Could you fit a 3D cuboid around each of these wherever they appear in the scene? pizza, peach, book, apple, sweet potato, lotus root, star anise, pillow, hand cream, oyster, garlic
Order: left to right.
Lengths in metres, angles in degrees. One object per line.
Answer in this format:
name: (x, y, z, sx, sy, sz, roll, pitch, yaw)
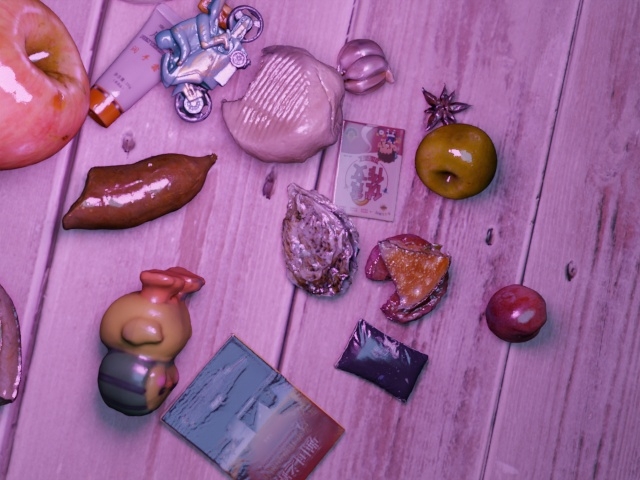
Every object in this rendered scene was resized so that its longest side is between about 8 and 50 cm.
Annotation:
lotus root: (-0.776, 0.215, 1.773, 0.210, 0.142, 0.314, -5, 87, -49)
apple: (-0.681, -0.328, 1.657, 0.346, 0.391, 0.391, -18, 96, 15)
hand cream: (-0.406, -0.388, 1.862, 0.139, 0.089, 0.314, 39, 74, -5)
sweet potato: (-0.398, -0.111, 1.833, 0.369, 0.158, 0.158, -12, 94, -17)
book: (-0.158, 0.438, 1.960, 0.374, 0.028, 0.262, 42, 81, -10)
oyster: (0.000, 0.000, 1.952, 0.198, 0.112, 0.268, 5, 99, 9)
garlic: (0.071, -0.408, 1.951, 0.194, 0.127, 0.131, -15, 51, 4)
book: (0.116, -0.171, 2.006, 0.162, 0.022, 0.232, 8, 89, -12)
pillow: (0.153, 0.295, 2.011, 0.208, 0.055, 0.141, 27, 94, -11)
pizza: (0.205, 0.059, 1.962, 0.195, 0.052, 0.185, 39, 91, -16)
star anise: (0.315, -0.329, 2.028, 0.129, 0.056, 0.124, -5, 92, -12)
apple: (0.329, -0.194, 1.972, 0.196, 0.196, 0.157, 33, 62, -11)
peach: (0.484, 0.191, 2.040, 0.152, 0.152, 0.152, 0, 91, -12)

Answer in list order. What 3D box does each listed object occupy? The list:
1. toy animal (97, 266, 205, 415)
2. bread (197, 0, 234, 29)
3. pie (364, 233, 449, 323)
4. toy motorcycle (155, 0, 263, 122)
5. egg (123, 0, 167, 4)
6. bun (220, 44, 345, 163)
toy animal: (-0.395, 0.219, 1.825, 0.191, 0.216, 0.338, 15, 92, 15)
bread: (-0.223, -0.523, 1.899, 0.132, 0.074, 0.053, 34, 100, -10)
pie: (0.214, 0.090, 2.017, 0.204, 0.054, 0.219, -39, 98, -9)
toy motorcycle: (-0.264, -0.425, 1.833, 0.198, 0.109, 0.296, 39, 89, -15)
egg: (-0.388, -0.690, 1.794, 0.337, 0.201, 0.337, 0, 92, -11)
bun: (-0.064, -0.295, 1.864, 0.281, 0.205, 0.282, -5, 78, 26)
